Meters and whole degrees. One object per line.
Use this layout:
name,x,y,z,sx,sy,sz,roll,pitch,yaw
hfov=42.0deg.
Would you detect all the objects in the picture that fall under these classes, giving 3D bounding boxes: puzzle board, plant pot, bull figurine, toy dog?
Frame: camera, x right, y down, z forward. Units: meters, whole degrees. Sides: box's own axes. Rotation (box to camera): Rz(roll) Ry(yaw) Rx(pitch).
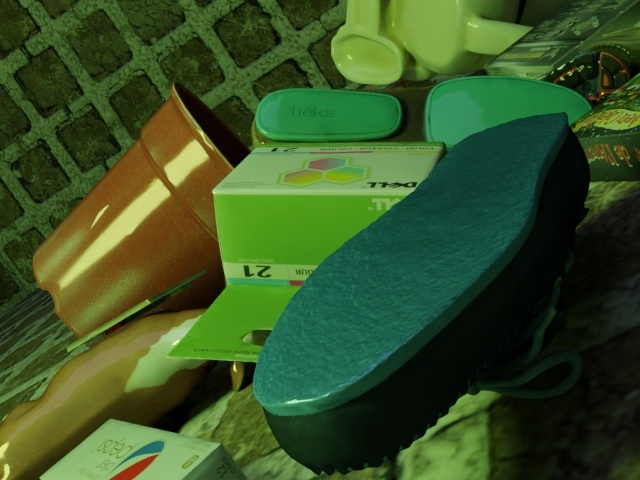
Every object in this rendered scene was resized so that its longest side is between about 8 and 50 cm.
puzzle board,-0.182,0.072,0.835,0.128,0.011,0.096,-29,1,31
plant pot,-0.178,0.001,1.004,0.265,0.272,0.272,-41,11,6
bull figurine,-0.181,0.137,0.796,0.310,0.101,0.188,-31,3,-17
toy dog,0.267,-0.432,1.359,0.408,0.285,0.395,-27,33,-35

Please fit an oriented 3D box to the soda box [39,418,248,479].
soda box,-0.109,0.169,0.533,0.069,0.074,0.216,-40,13,-29

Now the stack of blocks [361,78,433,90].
stack of blocks,0.107,-0.240,1.573,0.171,0.087,0.297,-34,12,-2

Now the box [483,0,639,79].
box,0.330,-0.253,1.059,0.183,0.056,0.231,-38,15,-1

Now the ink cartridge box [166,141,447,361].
ink cartridge box,0.000,0.000,0.697,0.188,0.097,0.255,1,23,16

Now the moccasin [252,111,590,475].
moccasin,0.097,0.028,0.472,0.137,0.117,0.342,-6,22,40

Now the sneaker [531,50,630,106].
sneaker,0.231,-0.135,0.887,0.221,0.083,0.087,-16,6,39

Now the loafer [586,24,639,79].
loafer,0.342,-0.198,0.871,0.050,0.056,0.148,-36,22,-17

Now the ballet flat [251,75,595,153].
ballet flat,0.101,-0.093,0.846,0.342,0.124,0.116,-1,58,12

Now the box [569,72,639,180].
box,0.300,-0.107,0.625,0.159,0.044,0.233,-36,12,-11
